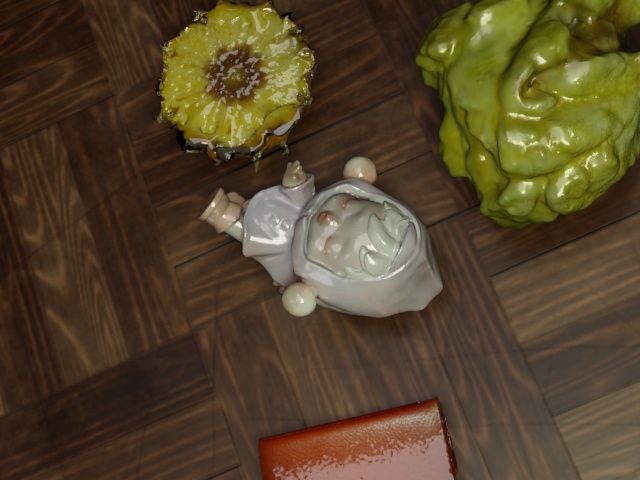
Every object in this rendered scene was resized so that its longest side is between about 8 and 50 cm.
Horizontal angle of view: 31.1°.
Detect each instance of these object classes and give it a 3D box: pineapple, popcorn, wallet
[{"bbox_3d":[-0.096,-0.184,1.367,0.225,0.076,0.224,-4,74,15],"label":"pineapple"},{"bbox_3d":[0.234,-0.142,1.201,0.242,0.235,0.250,-18,77,53],"label":"popcorn"},{"bbox_3d":[0.042,0.255,1.209,0.204,0.045,0.142,-15,68,9],"label":"wallet"}]

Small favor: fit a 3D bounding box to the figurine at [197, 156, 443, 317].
[{"bbox_3d":[0.001,0.000,1.256,0.276,0.133,0.200,17,65,22],"label":"figurine"}]
